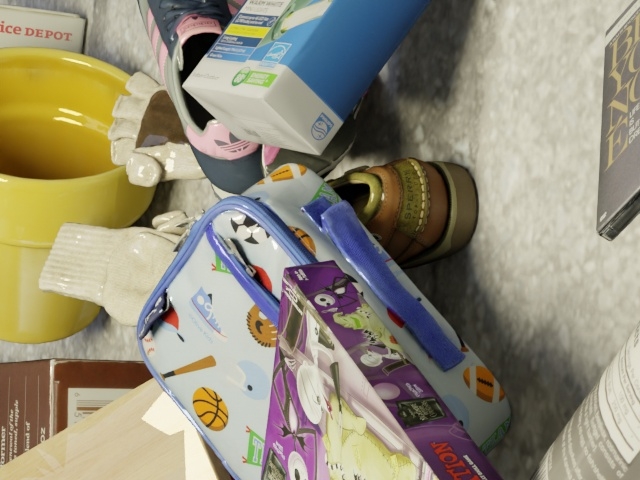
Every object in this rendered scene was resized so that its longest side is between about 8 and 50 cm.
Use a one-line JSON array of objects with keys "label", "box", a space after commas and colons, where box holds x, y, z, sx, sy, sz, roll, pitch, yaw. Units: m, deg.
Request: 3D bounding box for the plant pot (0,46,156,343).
[{"label": "plant pot", "box": [-0.296, -0.035, 2.021, 0.254, 0.254, 0.239, -125, 34, -44]}]

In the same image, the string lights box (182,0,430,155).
[{"label": "string lights box", "box": [0.016, -0.197, 1.588, 0.259, 0.077, 0.133, -55, 31, -13]}]

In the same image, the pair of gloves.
[{"label": "pair of gloves", "box": [-0.143, -0.035, 1.807, 0.204, 0.042, 0.240, 18, 75, 32]}]

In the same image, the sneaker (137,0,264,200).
[{"label": "sneaker", "box": [-0.100, -0.185, 1.768, 0.131, 0.112, 0.319, 68, 178, -59]}]

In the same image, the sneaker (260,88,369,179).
[{"label": "sneaker", "box": [-0.002, -0.085, 1.678, 0.072, 0.178, 0.077, 24, 130, 9]}]

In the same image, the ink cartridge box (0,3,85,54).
[{"label": "ink cartridge box", "box": [-0.358, -0.158, 2.185, 0.093, 0.154, 0.212, 21, 104, 57]}]

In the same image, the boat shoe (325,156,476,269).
[{"label": "boat shoe", "box": [0.000, 0.000, 1.671, 0.307, 0.104, 0.110, -36, 58, 49]}]

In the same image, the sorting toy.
[{"label": "sorting toy", "box": [-0.164, 0.287, 1.794, 0.257, 0.089, 0.255, -31, 72, 22]}]

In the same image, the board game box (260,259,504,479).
[{"label": "board game box", "box": [0.048, 0.189, 1.341, 0.347, 0.056, 0.208, -128, 33, -51]}]

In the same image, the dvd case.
[{"label": "dvd case", "box": [0.239, -0.125, 1.316, 0.164, 0.018, 0.221, -51, 18, 40]}]

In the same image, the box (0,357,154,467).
[{"label": "box", "box": [-0.311, 0.223, 2.085, 0.381, 0.143, 0.191, -10, 78, 57]}]

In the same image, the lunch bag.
[{"label": "lunch bag", "box": [-0.006, 0.095, 1.559, 0.303, 0.115, 0.243, 48, 135, 9]}]

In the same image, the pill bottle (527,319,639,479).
[{"label": "pill bottle", "box": [0.252, 0.125, 1.212, 0.318, 0.176, 0.176, -60, 41, 33]}]
